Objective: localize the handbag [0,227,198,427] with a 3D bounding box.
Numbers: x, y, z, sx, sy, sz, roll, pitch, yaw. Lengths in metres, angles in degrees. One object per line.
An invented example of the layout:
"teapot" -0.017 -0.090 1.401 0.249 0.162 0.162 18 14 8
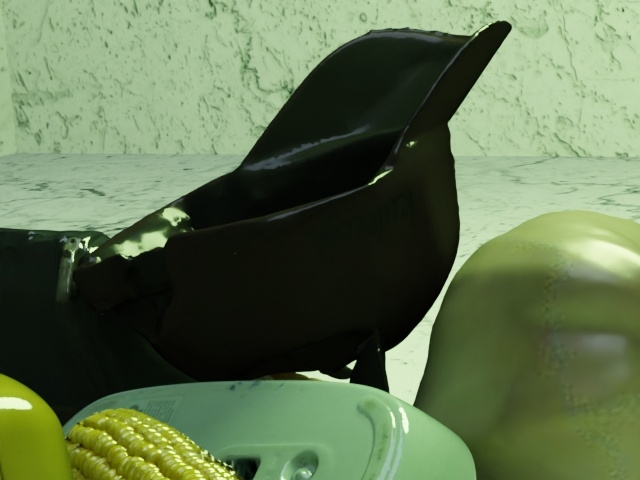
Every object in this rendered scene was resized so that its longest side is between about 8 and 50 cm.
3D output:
"handbag" -0.227 0.084 1.121 0.301 0.178 0.275 3 -3 25

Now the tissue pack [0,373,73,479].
"tissue pack" -0.181 0.150 0.706 0.127 0.178 0.123 -16 17 -38

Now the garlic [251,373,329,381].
"garlic" -0.034 0.130 1.069 0.113 0.074 0.094 2 -20 27

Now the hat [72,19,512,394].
"hat" 0.029 0.006 0.967 0.336 0.209 0.238 -39 18 -18

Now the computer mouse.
"computer mouse" -0.046 0.160 0.814 0.288 0.097 0.159 -7 40 31

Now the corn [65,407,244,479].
"corn" -0.066 0.139 0.705 0.072 0.072 0.203 -10 19 -33

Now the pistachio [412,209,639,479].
"pistachio" 0.161 0.087 0.918 0.226 0.208 0.332 -26 0 2
